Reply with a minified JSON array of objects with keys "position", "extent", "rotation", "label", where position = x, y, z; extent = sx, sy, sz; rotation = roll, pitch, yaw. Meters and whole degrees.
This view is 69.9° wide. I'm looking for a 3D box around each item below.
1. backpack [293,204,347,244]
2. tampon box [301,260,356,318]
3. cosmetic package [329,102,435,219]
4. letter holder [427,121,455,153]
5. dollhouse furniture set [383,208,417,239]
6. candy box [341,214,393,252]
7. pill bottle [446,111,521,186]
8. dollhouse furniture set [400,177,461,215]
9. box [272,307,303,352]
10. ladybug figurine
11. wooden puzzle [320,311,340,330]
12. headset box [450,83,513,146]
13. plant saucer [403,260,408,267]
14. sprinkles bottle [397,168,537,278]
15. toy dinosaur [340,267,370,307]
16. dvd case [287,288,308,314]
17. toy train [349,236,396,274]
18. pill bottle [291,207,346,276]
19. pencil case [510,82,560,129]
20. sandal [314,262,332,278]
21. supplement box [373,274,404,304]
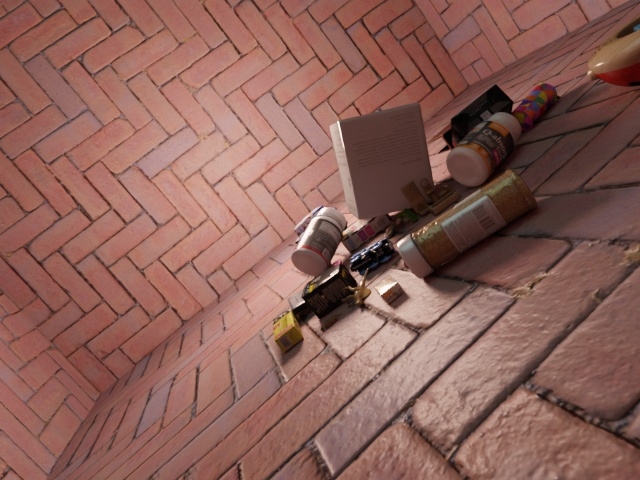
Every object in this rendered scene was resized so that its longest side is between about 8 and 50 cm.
[{"position":[0.004,-0.064,2.456],"extent":[0.263,0.213,0.276],"rotation":[-33,2,-35],"label":"backpack"},{"position":[0.032,0.167,1.577],"extent":[0.161,0.101,0.120],"rotation":[-36,11,14],"label":"tampon box"},{"position":[0.249,-0.327,1.900],"extent":[0.327,0.394,0.329],"rotation":[-14,11,-2],"label":"cosmetic package"},{"position":[0.676,-0.504,2.142],"extent":[0.301,0.152,0.214],"rotation":[-40,8,-7],"label":"letter holder"},{"position":[0.313,-0.055,1.797],"extent":[0.152,0.058,0.076],"rotation":[-55,6,38],"label":"dollhouse furniture set"},{"position":[0.203,-0.056,2.049],"extent":[0.233,0.071,0.159],"rotation":[-37,11,11],"label":"candy box"},{"position":[0.589,-0.331,1.640],"extent":[0.278,0.162,0.162],"rotation":[-44,11,-23],"label":"pill bottle"},{"position":[0.406,-0.177,1.697],"extent":[0.144,0.123,0.151],"rotation":[-36,11,2],"label":"dollhouse furniture set"},{"position":[-0.117,0.309,1.601],"extent":[0.087,0.058,0.232],"rotation":[-37,10,-1],"label":"box"},{"position":[1.007,-0.591,1.307],"extent":[0.449,0.162,0.305],"rotation":[-30,13,37],"label":"ladybug figurine"},{"position":[0.032,0.257,1.453],"extent":[0.083,0.006,0.049],"rotation":[-39,10,0],"label":"wooden puzzle"},{"position":[0.657,-0.467,1.878],"extent":[0.218,0.110,0.293],"rotation":[-38,-19,9],"label":"headset box"},{"position":[0.331,0.009,1.414],"extent":[0.198,0.036,0.198],"rotation":[-36,10,8],"label":"plant saucer"},{"position":[0.379,-0.038,1.209],"extent":[0.355,0.121,0.121],"rotation":[-35,11,17],"label":"sprinkles bottle"},{"position":[0.119,0.167,1.467],"extent":[0.092,0.053,0.183],"rotation":[-17,25,22],"label":"toy dinosaur"},{"position":[-0.012,0.191,1.756],"extent":[0.238,0.030,0.179],"rotation":[-32,10,-5],"label":"dvd case"},{"position":[0.184,0.053,1.625],"extent":[0.184,0.080,0.105],"rotation":[-34,5,27],"label":"toy train"},{"position":[0.000,0.000,1.965],"extent":[0.161,0.161,0.283],"rotation":[-28,27,47],"label":"pill bottle"},{"position":[0.843,-0.526,1.807],"extent":[0.236,0.104,0.104],"rotation":[-41,10,-24],"label":"pencil case"},{"position":[0.020,0.112,2.017],"extent":[0.089,0.060,0.219],"rotation":[-30,27,20],"label":"sandal"},{"position":[0.195,0.139,1.312],"extent":[0.062,0.036,0.098],"rotation":[-38,10,1],"label":"supplement box"}]
